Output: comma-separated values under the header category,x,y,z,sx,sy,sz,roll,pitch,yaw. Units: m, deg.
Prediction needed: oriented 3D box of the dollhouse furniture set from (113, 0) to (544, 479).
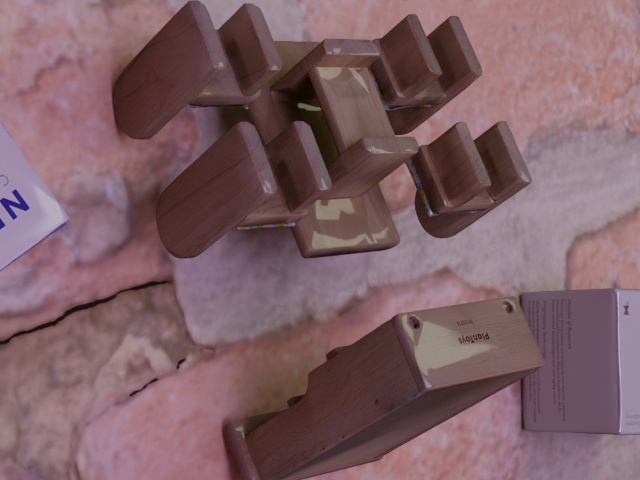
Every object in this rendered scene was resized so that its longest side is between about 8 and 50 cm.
category,x,y,z,sx,sy,sz,roll,pitch,yaw
dollhouse furniture set,0.000,0.000,0.884,0.212,0.161,0.242,-5,67,-42

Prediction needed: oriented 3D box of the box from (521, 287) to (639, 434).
category,x,y,z,sx,sy,sz,roll,pitch,yaw
box,0.206,0.085,1.062,0.101,0.087,0.102,4,82,-42

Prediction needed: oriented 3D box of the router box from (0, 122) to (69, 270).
category,x,y,z,sx,sy,sz,roll,pitch,yaw
router box,-0.311,-0.033,0.560,0.335,0.082,0.301,-41,99,-39
